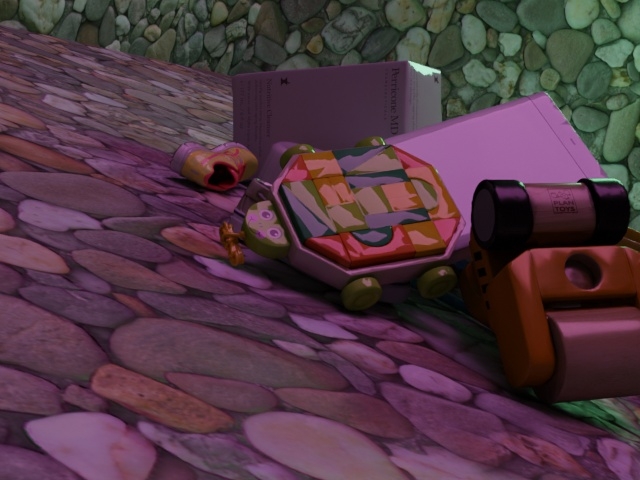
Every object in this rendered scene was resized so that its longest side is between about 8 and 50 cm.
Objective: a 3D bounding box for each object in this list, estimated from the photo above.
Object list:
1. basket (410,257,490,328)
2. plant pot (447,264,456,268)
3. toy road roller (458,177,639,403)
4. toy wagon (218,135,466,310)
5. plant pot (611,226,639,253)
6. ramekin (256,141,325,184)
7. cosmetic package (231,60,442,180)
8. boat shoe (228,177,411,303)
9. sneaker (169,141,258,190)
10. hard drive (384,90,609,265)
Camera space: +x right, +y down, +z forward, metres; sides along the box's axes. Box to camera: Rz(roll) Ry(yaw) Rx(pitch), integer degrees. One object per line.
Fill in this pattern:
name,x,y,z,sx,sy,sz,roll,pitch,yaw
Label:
basket,0.299,0.021,1.714,0.255,0.201,0.289,30,50,31
plant pot,0.248,-0.029,1.931,0.188,0.205,0.205,-12,30,-40
toy road roller,0.307,0.078,1.442,0.203,0.240,0.329,-2,62,-15
toy wagon,0.030,-0.028,1.484,0.345,0.068,0.267,-8,54,-25
plant pot,0.465,0.052,1.893,0.212,0.187,0.212,27,12,32
ramekin,0.015,-0.064,1.785,0.277,0.135,0.277,20,11,-4
cosmetic package,0.029,-0.215,2.014,0.385,0.217,0.156,-1,-1,33
boat shoe,0.000,0.000,1.557,0.302,0.094,0.109,24,12,18
sneaker,-0.172,-0.122,1.904,0.094,0.081,0.208,34,23,27
hard drive,0.244,-0.094,1.637,0.353,0.047,0.233,-18,57,-14
